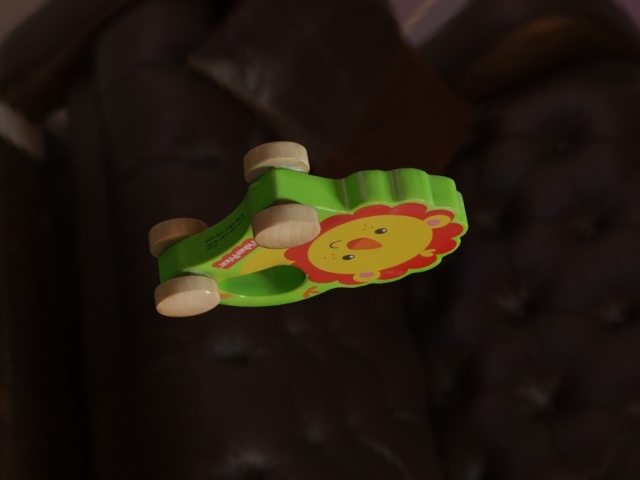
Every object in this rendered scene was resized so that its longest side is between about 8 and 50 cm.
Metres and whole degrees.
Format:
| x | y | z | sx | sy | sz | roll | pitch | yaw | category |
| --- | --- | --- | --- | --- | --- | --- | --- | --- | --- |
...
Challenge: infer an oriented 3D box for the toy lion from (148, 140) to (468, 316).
| x | y | z | sx | sy | sz | roll | pitch | yaw | category |
| --- | --- | --- | --- | --- | --- | --- | --- | --- | --- |
| 0.000 | 0.000 | 0.677 | 0.096 | 0.100 | 0.034 | 11 | 58 | -37 | toy lion |
